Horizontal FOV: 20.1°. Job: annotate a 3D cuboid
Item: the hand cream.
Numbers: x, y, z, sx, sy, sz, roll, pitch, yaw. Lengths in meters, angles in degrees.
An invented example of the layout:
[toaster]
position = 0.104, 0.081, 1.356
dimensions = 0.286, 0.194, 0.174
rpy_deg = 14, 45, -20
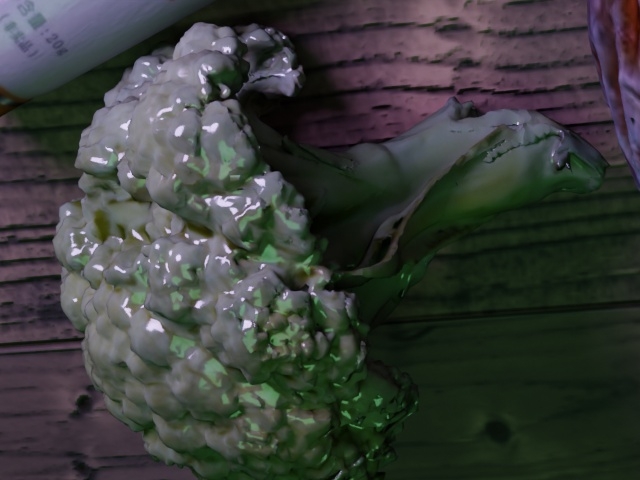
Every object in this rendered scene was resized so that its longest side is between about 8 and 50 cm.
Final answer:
[hand cream]
position = -0.102, -0.165, 1.012
dimensions = 0.314, 0.089, 0.139
rpy_deg = -34, 111, 17

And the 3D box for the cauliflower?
[cauliflower]
position = -0.023, -0.002, 1.025
dimensions = 0.260, 0.281, 0.327
rpy_deg = 34, 148, 15

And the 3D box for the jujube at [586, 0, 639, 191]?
[jujube]
position = 0.254, -0.117, 0.894
dimensions = 0.246, 0.215, 0.308
rpy_deg = -5, 117, -14
